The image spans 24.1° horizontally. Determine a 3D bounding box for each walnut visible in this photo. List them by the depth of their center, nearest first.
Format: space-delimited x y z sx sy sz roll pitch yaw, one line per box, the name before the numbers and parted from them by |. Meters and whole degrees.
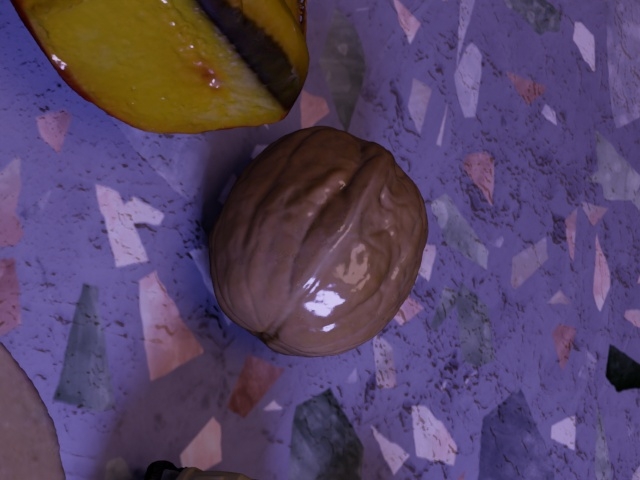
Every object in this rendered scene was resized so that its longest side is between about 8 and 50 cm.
walnut | 0.000 0.000 1.590 0.225 0.225 0.261 50 56 -28

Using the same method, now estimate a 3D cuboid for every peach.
peach | -0.161 -0.282 1.439 0.306 0.242 0.380 7 67 -64

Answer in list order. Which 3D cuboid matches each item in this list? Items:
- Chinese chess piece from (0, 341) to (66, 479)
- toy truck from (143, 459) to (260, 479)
Chinese chess piece | -0.355 0.187 1.191 0.338 0.140 0.338 43 30 -33
toy truck | -0.024 0.364 1.505 0.405 0.254 0.180 39 56 -38
